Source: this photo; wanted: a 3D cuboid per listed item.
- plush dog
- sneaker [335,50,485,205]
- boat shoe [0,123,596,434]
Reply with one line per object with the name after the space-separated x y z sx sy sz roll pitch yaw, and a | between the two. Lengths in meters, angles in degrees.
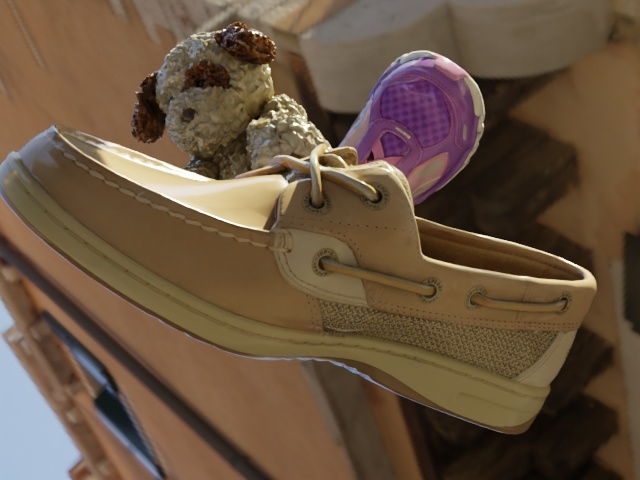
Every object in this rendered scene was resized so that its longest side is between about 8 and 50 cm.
-0.091 -0.123 1.317 0.210 0.262 0.225 -31 -86 -54 | plush dog
0.038 -0.044 0.940 0.104 0.095 0.236 -45 -4 -48 | sneaker
0.000 0.000 0.640 0.341 0.121 0.110 22 -75 -30 | boat shoe
